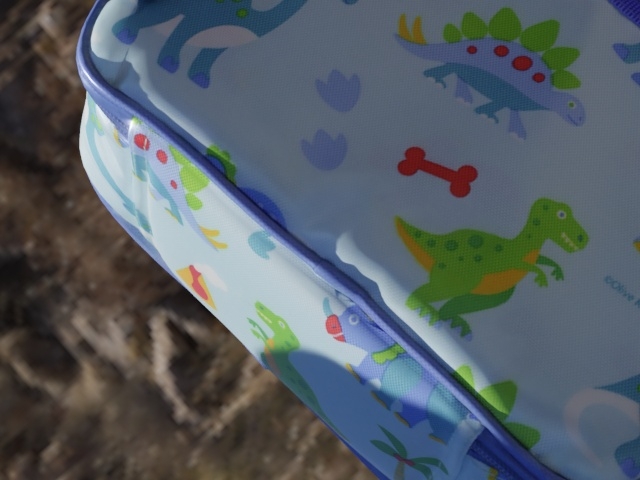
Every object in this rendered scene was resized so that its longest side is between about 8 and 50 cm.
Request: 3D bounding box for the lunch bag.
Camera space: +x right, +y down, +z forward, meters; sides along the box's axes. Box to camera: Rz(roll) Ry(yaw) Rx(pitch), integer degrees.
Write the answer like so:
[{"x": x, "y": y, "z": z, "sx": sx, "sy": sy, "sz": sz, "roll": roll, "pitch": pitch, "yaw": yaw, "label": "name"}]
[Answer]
[{"x": 0.048, "y": -0.027, "z": 0.490, "sx": 0.219, "sy": 0.176, "sz": 0.090, "roll": 43, "pitch": 155, "yaw": 16, "label": "lunch bag"}]
